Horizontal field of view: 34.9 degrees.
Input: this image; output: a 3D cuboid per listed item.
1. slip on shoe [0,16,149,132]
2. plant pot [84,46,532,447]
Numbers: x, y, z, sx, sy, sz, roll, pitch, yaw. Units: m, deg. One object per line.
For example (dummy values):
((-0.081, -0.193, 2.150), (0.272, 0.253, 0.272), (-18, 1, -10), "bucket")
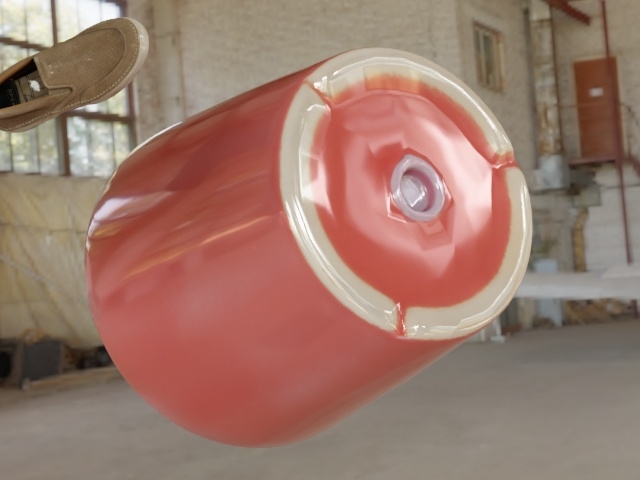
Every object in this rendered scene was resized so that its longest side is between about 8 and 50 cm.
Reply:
((-0.185, -0.118, 0.722), (0.135, 0.051, 0.041), (-21, -10, 16), "slip on shoe")
((0.000, 0.000, 0.729), (0.275, 0.275, 0.243), (-4, -14, -33), "plant pot")
